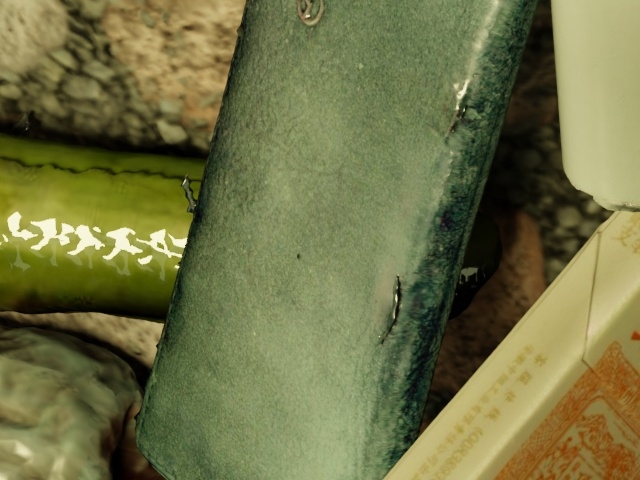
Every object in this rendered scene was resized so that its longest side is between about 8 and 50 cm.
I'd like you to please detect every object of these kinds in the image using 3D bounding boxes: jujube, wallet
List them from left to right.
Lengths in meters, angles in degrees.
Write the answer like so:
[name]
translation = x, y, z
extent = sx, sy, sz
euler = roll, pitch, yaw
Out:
[jujube]
translation = -0.264, 0.160, 1.379
extent = 0.317, 0.226, 0.226
euler = 6, 133, 15
[wallet]
translation = 0.000, 0.000, 1.043
extent = 0.191, 0.046, 0.379
euler = 34, 122, 36

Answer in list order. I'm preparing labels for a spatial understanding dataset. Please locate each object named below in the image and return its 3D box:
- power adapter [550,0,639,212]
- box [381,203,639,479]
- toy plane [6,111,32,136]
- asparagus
[power adapter]
translation = 0.202, -0.142, 0.917
extent = 0.187, 0.124, 0.255
euler = 6, 132, 20
[box]
translation = 0.107, 0.159, 1.071
extent = 0.051, 0.365, 0.204
euler = 38, 176, 41
[toy plane]
translation = -0.243, -0.056, 1.281
extent = 0.060, 0.037, 0.145
euler = 30, 134, -17
[asparagus]
translation = -0.080, 0.003, 1.195
extent = 0.382, 0.108, 0.128
euler = 6, 140, 8
